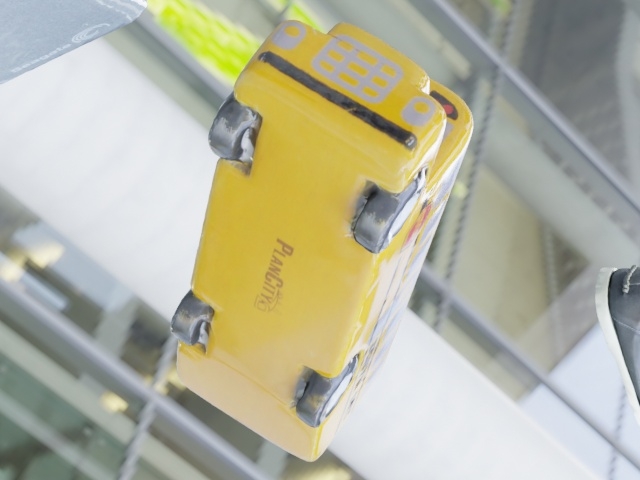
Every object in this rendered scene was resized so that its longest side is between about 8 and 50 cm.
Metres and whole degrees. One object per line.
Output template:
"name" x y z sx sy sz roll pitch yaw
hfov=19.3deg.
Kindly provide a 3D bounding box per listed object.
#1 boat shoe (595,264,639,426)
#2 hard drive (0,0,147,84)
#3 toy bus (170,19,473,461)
"boat shoe" 0.336 0.123 1.834 0.079 0.233 0.084 -9 -147 23
"hard drive" -0.100 -0.050 0.412 0.094 0.022 0.135 -24 174 9
"toy bus" 0.000 0.000 1.077 0.130 0.108 0.333 -50 166 -35
